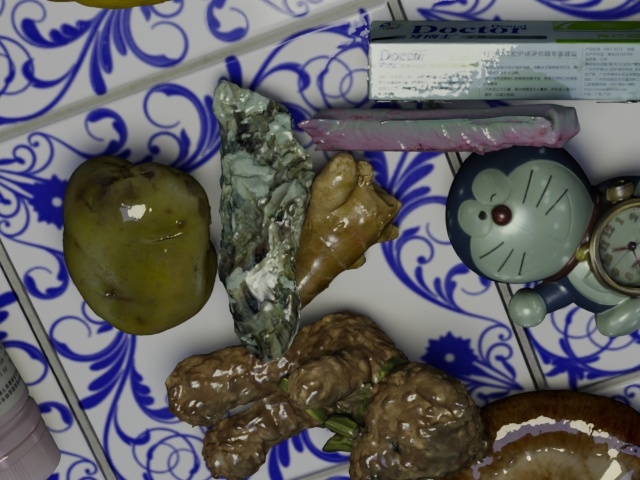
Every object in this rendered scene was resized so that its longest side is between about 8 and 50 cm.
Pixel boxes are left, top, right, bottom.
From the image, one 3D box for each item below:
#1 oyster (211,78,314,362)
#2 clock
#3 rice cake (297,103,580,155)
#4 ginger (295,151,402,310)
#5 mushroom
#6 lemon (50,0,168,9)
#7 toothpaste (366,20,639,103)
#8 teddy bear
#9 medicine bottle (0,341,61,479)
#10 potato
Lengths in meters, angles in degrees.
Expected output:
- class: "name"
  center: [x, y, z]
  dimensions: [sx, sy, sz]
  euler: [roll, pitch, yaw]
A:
- class: "oyster"
  center: [-0.060, -0.013, 1.899]
  dimensions: [0.087, 0.199, 0.252]
  euler: [-1, 120, -27]
- class: "clock"
  center: [0.241, -0.006, 1.900]
  dimensions: [0.243, 0.146, 0.199]
  euler: [30, 95, -12]
- class: "rice cake"
  center: [0.113, -0.110, 1.850]
  dimensions: [0.290, 0.081, 0.051]
  euler: [1, 93, 29]
- class: "ginger"
  center: [0.013, -0.004, 1.953]
  dimensions: [0.081, 0.115, 0.205]
  euler: [44, 120, 24]
- class: "mushroom"
  center: [0.276, 0.292, 2.006]
  dimensions: [0.267, 0.254, 0.267]
  euler: [-10, 114, -22]
- class: "lemon"
  center: [-0.172, -0.363, 1.705]
  dimensions: [0.285, 0.285, 0.316]
  euler: [42, 138, -14]
- class: "toothpaste"
  center: [0.215, -0.180, 1.862]
  dimensions: [0.336, 0.081, 0.067]
  euler: [1, 112, 3]
- class: "teddy bear"
  center: [0.013, 0.201, 1.960]
  dimensions: [0.296, 0.222, 0.246]
  euler: [-27, 137, 1]
- class: "medicine bottle"
  center: [-0.393, 0.162, 2.014]
  dimensions: [0.133, 0.133, 0.249]
  euler: [-22, 111, 12]
- class: "potato"
  center: [-0.190, 0.003, 1.926]
  dimensions: [0.154, 0.137, 0.200]
  euler: [23, 136, 37]
